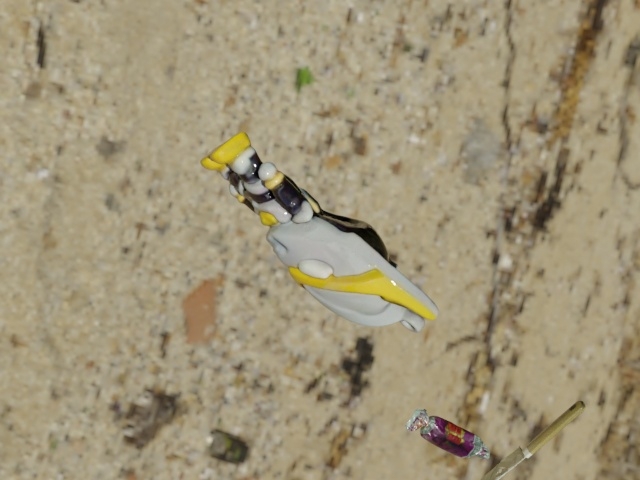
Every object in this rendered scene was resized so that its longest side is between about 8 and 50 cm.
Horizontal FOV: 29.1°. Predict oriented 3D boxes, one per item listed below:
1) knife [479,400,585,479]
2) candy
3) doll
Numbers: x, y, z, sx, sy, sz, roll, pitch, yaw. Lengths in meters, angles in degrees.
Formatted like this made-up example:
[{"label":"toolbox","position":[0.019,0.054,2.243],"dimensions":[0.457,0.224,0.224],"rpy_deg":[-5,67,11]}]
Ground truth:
[{"label":"knife","position":[0.345,0.374,2.144],"dimensions":[0.298,0.017,0.047],"rpy_deg":[-44,-158,14]},{"label":"candy","position":[0.206,0.316,1.986],"dimensions":[0.043,0.175,0.045],"rpy_deg":[-27,-139,52]},{"label":"doll","position":[0.001,0.000,1.385],"dimensions":[0.145,0.316,0.103],"rpy_deg":[-34,-164,48]}]
